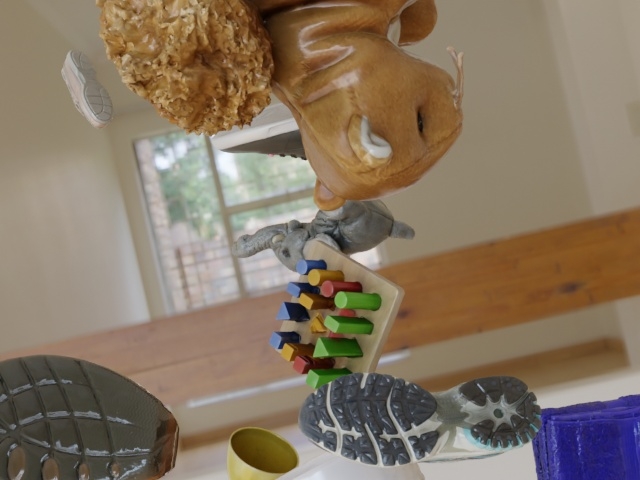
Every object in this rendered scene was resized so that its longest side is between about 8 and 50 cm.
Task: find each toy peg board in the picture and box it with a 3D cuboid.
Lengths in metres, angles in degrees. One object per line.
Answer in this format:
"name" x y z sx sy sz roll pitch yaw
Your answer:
"toy peg board" 0.000 0.100 1.382 0.079 0.161 0.161 6 18 -47

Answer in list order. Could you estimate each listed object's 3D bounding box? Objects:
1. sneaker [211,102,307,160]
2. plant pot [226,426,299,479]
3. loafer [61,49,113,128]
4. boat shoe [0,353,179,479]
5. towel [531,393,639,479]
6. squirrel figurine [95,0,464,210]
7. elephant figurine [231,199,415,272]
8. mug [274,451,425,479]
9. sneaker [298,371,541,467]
"sneaker" -0.002 -0.121 1.537 0.296 0.146 0.104 -10 24 15
"plant pot" -0.117 0.420 2.011 0.134 0.095 0.134 18 22 -8
"loafer" -0.305 -0.191 1.434 0.045 0.125 0.039 3 -38 -45
"boat shoe" -0.274 0.174 1.000 0.324 0.122 0.120 1 -21 20
"towel" 0.547 0.407 2.049 0.308 0.227 0.076 -4 -11 -19
"squirrel figurine" -0.038 -0.209 1.117 0.397 0.370 0.281 -12 -6 -23
"elephant figurine" 0.000 0.000 1.927 0.239 0.186 0.169 -50 -33 20
"mug" 0.051 0.494 1.692 0.276 0.328 0.374 -24 -8 -24
"sneaker" 0.109 0.226 1.289 0.283 0.110 0.122 4 -28 -12
